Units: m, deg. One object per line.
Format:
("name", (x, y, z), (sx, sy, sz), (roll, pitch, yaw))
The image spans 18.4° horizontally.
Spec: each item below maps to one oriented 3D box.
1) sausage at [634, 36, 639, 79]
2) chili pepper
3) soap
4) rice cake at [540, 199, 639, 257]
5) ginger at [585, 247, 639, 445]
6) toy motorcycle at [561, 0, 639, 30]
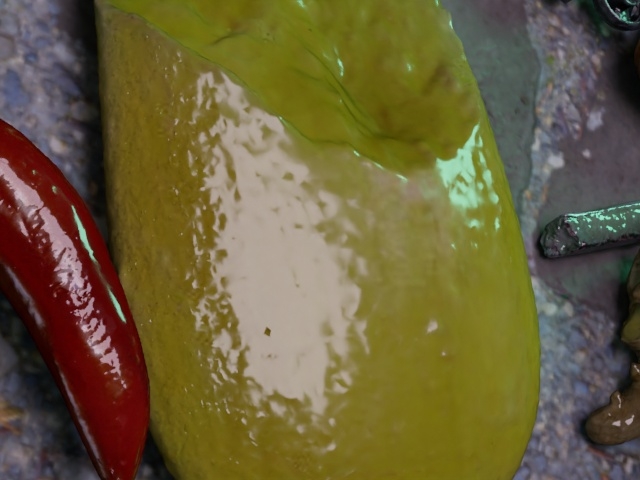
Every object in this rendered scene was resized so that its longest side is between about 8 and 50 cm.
("sausage", (0.361, -0.205, 1.596), (0.121, 0.121, 0.304), (46, 59, -12))
("chili pepper", (-0.215, -0.011, 1.186), (0.368, 0.092, 0.137), (40, 64, -2))
("soap", (0.001, -0.001, 1.314), (0.306, 0.115, 0.427), (-6, 79, -33))
("rice cake", (0.255, -0.016, 1.525), (0.208, 0.033, 0.033), (-10, 79, -33))
("ginger", (0.250, 0.080, 1.483), (0.069, 0.051, 0.173), (32, 62, -32))
("toy motorcycle", (0.196, -0.252, 1.544), (0.193, 0.061, 0.124), (36, 58, -16))
